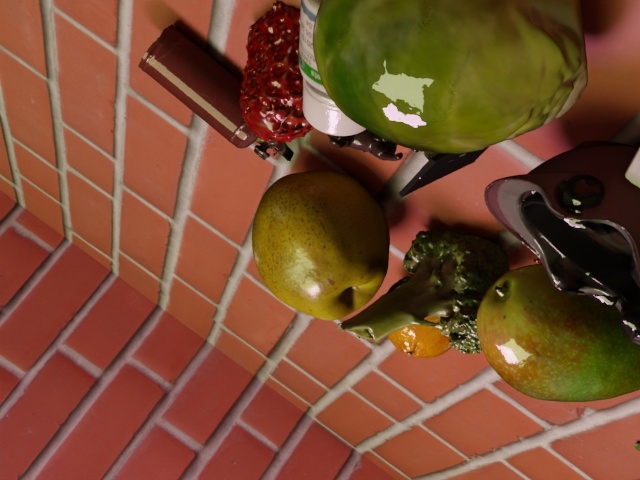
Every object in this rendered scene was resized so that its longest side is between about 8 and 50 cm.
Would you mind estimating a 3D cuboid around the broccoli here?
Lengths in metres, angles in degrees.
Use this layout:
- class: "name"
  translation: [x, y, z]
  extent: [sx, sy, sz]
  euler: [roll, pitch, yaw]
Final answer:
- class: "broccoli"
  translation: [0.222, 0.123, 1.795]
  extent: [0.254, 0.302, 0.186]
  euler: [15, 147, 35]

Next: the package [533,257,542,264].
- class: "package"
  translation: [0.442, 0.042, 1.672]
  extent: [0.083, 0.022, 0.200]
  euler: [40, 156, -12]

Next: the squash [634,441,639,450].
- class: "squash"
  translation: [0.683, 0.432, 2.077]
  extent: [0.027, 0.027, 0.089]
  euler: [45, 157, -20]

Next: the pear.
- class: "pear"
  translation: [0.000, 0.000, 1.920]
  extent: [0.294, 0.294, 0.294]
  euler: [30, 157, 15]

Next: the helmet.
- class: "helmet"
  translation: [0.412, -0.024, 1.364]
  extent: [0.338, 0.197, 0.271]
  euler: [42, 171, 28]

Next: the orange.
- class: "orange"
  translation: [0.209, 0.163, 2.085]
  extent: [0.177, 0.155, 0.178]
  euler: [37, 150, 25]

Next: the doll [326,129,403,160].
- class: "doll"
  translation: [0.069, -0.176, 1.718]
  extent: [0.139, 0.057, 0.165]
  euler: [13, -175, -7]

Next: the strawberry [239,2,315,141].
- class: "strawberry"
  translation: [-0.062, -0.255, 1.634]
  extent: [0.233, 0.178, 0.234]
  euler: [28, 149, 18]

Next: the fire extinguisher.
- class: "fire extinguisher"
  translation: [-0.181, -0.260, 1.899]
  extent: [0.337, 0.106, 0.147]
  euler: [40, -178, -8]

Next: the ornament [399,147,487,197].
- class: "ornament"
  translation: [0.162, -0.203, 1.543]
  extent: [0.196, 0.153, 0.166]
  euler: [59, 158, 7]

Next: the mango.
- class: "mango"
  translation: [0.421, 0.160, 1.629]
  extent: [0.381, 0.225, 0.201]
  euler: [16, -168, -26]

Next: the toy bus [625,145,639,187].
- class: "toy bus"
  translation: [0.437, -0.174, 1.112]
  extent: [0.097, 0.138, 0.343]
  euler: [33, 159, 15]

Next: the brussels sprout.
- class: "brussels sprout"
  translation: [0.157, -0.245, 1.216]
  extent: [0.344, 0.344, 0.268]
  euler: [12, 110, 46]

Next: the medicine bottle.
- class: "medicine bottle"
  translation: [0.035, -0.273, 1.449]
  extent: [0.139, 0.139, 0.237]
  euler: [29, 144, 17]
